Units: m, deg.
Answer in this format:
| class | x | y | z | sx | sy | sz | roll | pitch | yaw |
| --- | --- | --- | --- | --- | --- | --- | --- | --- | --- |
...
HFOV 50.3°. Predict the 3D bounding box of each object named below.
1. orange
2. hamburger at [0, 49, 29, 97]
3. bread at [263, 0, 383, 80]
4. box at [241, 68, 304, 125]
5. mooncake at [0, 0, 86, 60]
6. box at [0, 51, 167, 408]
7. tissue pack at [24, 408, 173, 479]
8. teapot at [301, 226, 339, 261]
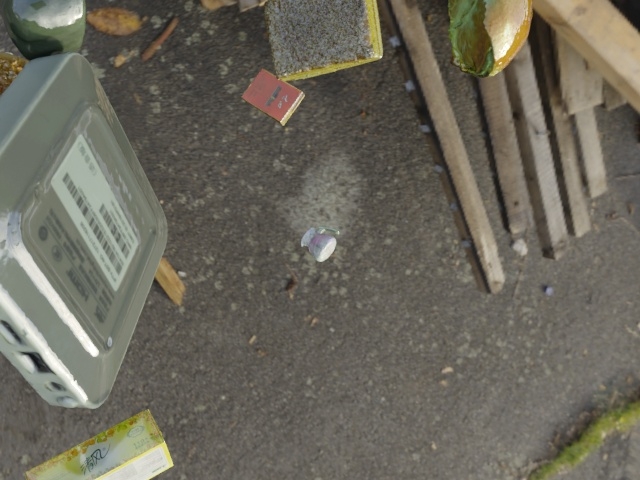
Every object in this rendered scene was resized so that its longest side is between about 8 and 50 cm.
| class | x | y | z | sx | sy | sz | roll | pitch | yaw |
| --- | --- | --- | --- | --- | --- | --- | --- | --- | --- |
| orange | 0.404 | -0.563 | 1.634 | 0.262 | 0.196 | 0.335 | 67 | 22 | -62 |
| hamburger | -0.493 | -0.133 | 1.022 | 0.302 | 0.170 | 0.302 | 5 | 83 | -45 |
| bread | 0.007 | -0.454 | 1.460 | 0.110 | 0.234 | 0.184 | -21 | 103 | -70 |
| box | -0.113 | -0.339 | 1.605 | 0.090 | 0.133 | 0.023 | -54 | 157 | 0 |
| mooncake | -0.395 | -0.334 | 0.926 | 0.104 | 0.175 | 0.168 | -31 | 134 | -25 |
| box | -0.334 | -0.011 | 0.918 | 0.367 | 0.090 | 0.373 | 72 | 19 | -44 |
| tissue pack | -0.300 | 0.315 | 0.941 | 0.176 | 0.062 | 0.095 | -27 | 148 | -20 |
| teapot | 0.000 | 0.000 | 1.519 | 0.083 | 0.064 | 0.064 | -48 | 159 | -16 |
